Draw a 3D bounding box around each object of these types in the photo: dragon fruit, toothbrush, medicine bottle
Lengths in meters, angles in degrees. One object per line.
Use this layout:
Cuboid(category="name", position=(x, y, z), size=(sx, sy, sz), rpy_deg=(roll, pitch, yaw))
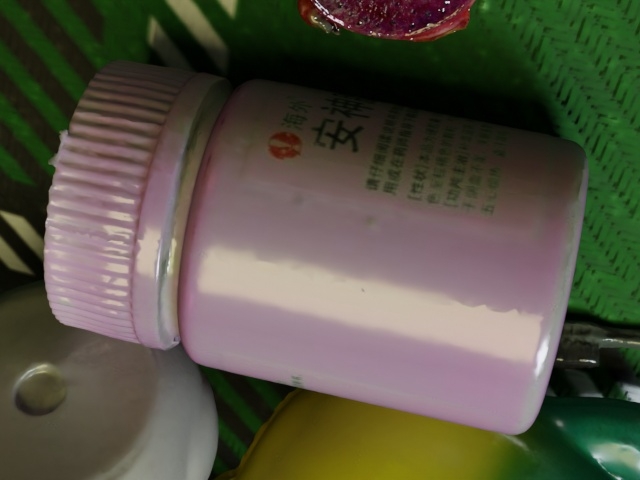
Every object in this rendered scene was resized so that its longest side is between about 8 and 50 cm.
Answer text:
Cuboid(category="dragon fruit", position=(0.040, -0.165, 0.698), size=(0.126, 0.068, 0.112), rpy_deg=(-10, 135, 7))
Cuboid(category="toothbrush", position=(0.294, 0.080, 0.833), size=(0.297, 0.031, 0.030), rpy_deg=(4, 153, 11))
Cuboid(category="medicine bottle", position=(0.000, 0.000, 0.759), size=(0.290, 0.178, 0.178), rpy_deg=(12, 128, 8))

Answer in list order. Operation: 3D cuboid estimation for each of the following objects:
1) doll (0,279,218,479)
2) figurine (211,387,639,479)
Cuboid(category="doll", position=(-0.172, 0.159, 0.858), size=(0.221, 0.251, 0.221), rpy_deg=(2, 146, 2))
Cuboid(category="figurine", position=(0.095, 0.218, 0.851), size=(0.340, 0.231, 0.324), rpy_deg=(36, 93, -1))
